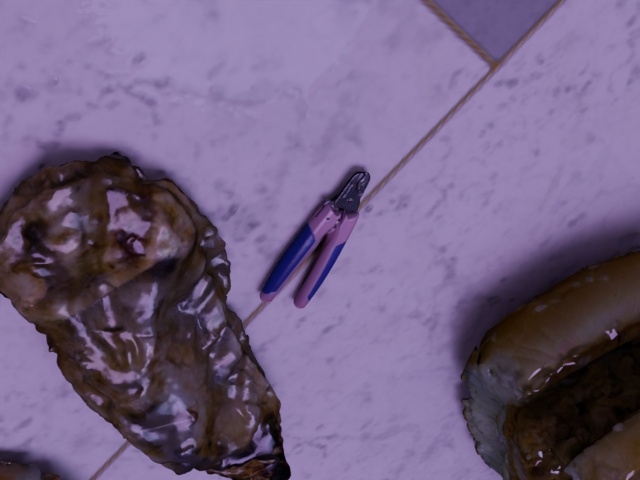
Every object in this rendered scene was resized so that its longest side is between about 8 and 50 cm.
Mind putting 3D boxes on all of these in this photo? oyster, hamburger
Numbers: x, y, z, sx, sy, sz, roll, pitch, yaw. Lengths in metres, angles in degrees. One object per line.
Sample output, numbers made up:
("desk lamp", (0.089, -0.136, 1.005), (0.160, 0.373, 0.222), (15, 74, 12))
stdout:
("oyster", (-0.089, 0.081, 0.599), (0.128, 0.078, 0.345), (-33, 132, -8))
("hamburger", (0.280, 0.153, 0.746), (0.276, 0.195, 0.318), (-26, 137, -7))

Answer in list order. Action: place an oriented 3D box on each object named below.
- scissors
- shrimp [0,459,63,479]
("scissors", (0.000, 0.000, 0.605), (0.039, 0.012, 0.113), (13, 121, -34))
("shrimp", (-0.303, 0.227, 0.630), (0.294, 0.062, 0.154), (-13, 120, -19))
